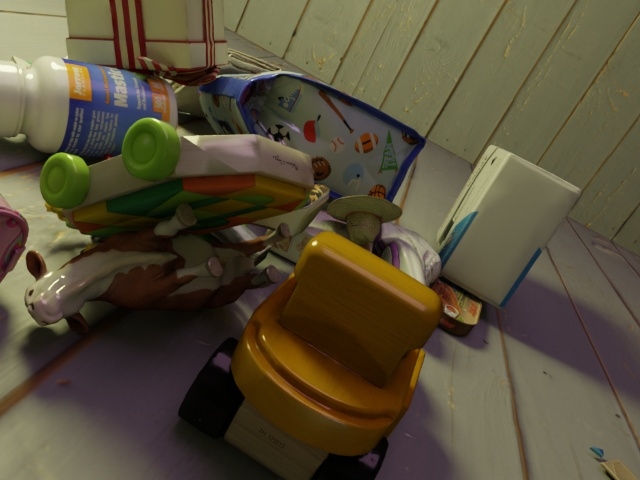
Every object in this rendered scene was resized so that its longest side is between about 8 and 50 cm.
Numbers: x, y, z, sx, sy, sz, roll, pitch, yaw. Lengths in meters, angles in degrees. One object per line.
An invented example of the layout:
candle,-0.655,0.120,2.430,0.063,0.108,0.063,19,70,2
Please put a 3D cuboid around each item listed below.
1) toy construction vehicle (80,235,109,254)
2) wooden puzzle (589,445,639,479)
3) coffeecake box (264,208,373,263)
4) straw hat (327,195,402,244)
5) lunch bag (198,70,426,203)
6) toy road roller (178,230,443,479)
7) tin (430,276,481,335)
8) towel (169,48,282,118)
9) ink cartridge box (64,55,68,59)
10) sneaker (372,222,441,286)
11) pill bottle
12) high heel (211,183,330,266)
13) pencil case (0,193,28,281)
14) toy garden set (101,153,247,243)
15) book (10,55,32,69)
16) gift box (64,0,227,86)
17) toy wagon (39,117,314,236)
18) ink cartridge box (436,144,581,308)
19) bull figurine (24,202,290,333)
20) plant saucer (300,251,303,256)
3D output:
toy construction vehicle,-0.271,0.002,0.760,0.098,0.035,0.086,11,28,-37
wooden puzzle,0.471,0.371,0.870,0.079,0.014,0.116,19,24,-33
coffeecake box,0.000,0.000,1.039,0.186,0.068,0.142,27,22,-3
straw hat,0.076,-0.025,1.005,0.145,0.144,0.061,14,68,-32
lunch bag,-0.048,-0.219,1.164,0.386,0.238,0.328,24,4,-30
toy road roller,0.026,0.104,0.618,0.203,0.240,0.329,32,22,7
tin,0.261,0.128,1.115,0.106,0.040,0.190,29,21,12
towel,-0.241,-0.355,1.326,0.187,0.282,0.049,5,74,-46
ink cartridge box,-0.417,-0.263,1.090,0.198,0.067,0.115,32,20,-25
sneaker,0.176,0.047,1.067,0.152,0.114,0.305,16,25,-10
pill bottle,-0.388,-0.213,0.921,0.272,0.152,0.152,0,36,-41
high heel,-0.101,-0.080,0.902,0.186,0.093,0.261,41,40,8
pencil case,-0.430,-0.062,0.606,0.284,0.124,0.124,38,24,26
toy garden set,-0.233,-0.051,0.910,0.204,0.049,0.244,11,29,-40
book,-0.549,-0.309,1.115,0.096,0.035,0.144,13,26,-46
gift box,-0.323,-0.411,1.016,0.255,0.258,0.276,5,21,11
toy wagon,-0.182,-0.049,0.663,0.267,0.345,0.068,8,71,-62
ink cartridge box,0.404,-0.054,1.301,0.166,0.285,0.395,30,16,4
bull figurine,-0.170,0.033,0.648,0.310,0.189,0.101,0,74,-61
plant saucer,0.041,0.088,0.842,0.195,0.037,0.195,30,-20,12
